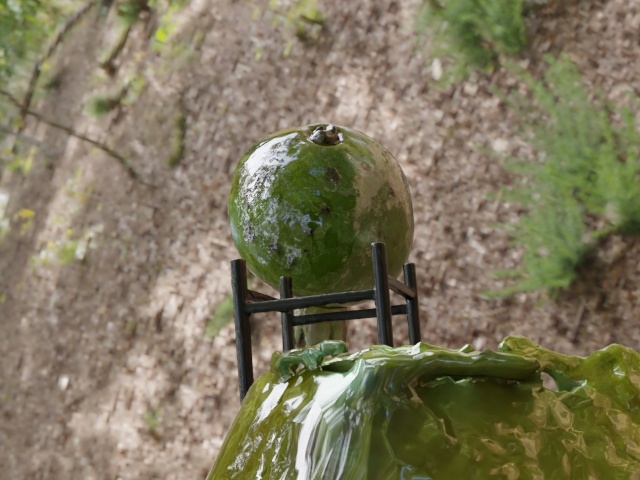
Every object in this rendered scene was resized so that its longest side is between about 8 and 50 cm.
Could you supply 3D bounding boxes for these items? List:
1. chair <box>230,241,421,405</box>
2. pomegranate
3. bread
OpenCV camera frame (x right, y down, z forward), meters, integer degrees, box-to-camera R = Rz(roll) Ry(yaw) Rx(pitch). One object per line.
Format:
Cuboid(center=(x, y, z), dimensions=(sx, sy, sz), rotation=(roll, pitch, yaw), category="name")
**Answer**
Cuboid(center=(0.019, 0.145, 0.918), dimensions=(0.141, 0.154, 0.260), rotation=(-7, 80, 15), category="chair")
Cuboid(center=(0.000, 0.000, 1.142), dimensions=(0.202, 0.202, 0.248), rotation=(-126, 36, -57), category="pomegranate")
Cuboid(center=(0.028, 0.211, 0.425), dimensions=(0.208, 0.251, 0.377), rotation=(82, -153, -52), category="bread")
